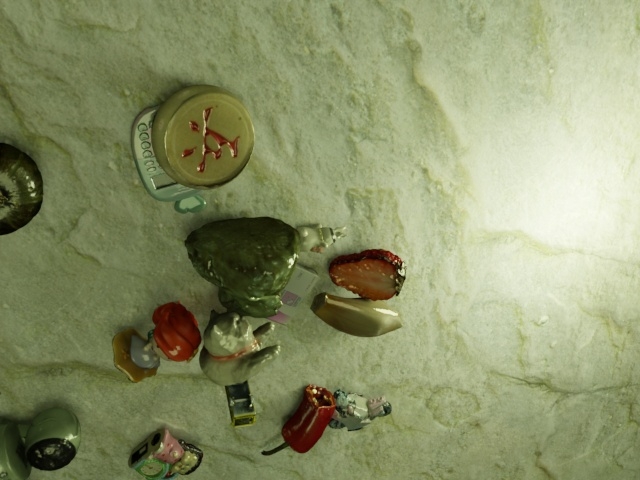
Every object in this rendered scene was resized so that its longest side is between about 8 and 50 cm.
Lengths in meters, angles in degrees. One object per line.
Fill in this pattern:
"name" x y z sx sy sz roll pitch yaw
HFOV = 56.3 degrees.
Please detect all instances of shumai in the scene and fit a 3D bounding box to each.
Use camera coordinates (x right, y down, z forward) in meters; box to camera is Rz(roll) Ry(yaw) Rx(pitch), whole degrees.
"shumai" -0.184 0.104 1.594 0.291 0.329 0.289 -16 117 -39

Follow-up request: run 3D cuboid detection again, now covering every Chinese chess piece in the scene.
"Chinese chess piece" -0.280 -0.247 1.434 0.249 0.103 0.250 -14 116 -30

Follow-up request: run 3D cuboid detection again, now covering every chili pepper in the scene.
"chili pepper" -0.064 0.675 2.112 0.131 0.134 0.339 13 115 -40

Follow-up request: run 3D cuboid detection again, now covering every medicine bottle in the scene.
"medicine bottle" -0.127 0.149 1.809 0.171 0.052 0.201 26 108 -30

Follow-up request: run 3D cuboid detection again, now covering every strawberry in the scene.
"strawberry" 0.145 0.083 1.842 0.236 0.111 0.190 10 131 1

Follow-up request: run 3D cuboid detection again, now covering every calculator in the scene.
"calculator" -0.370 -0.199 1.510 0.185 0.041 0.299 -19 123 -7

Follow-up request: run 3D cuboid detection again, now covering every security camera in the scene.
"security camera" -0.843 0.603 1.758 0.277 0.191 0.197 -19 124 -9

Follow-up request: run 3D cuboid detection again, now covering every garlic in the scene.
"garlic" 0.110 0.233 1.907 0.317 0.112 0.143 14 137 -28

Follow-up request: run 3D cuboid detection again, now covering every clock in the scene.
"clock" -0.516 0.736 2.014 0.194 0.100 0.195 -40 123 13

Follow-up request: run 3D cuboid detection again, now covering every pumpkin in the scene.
"pumpkin" -0.748 -0.117 1.360 0.223 0.157 0.224 -13 116 -29

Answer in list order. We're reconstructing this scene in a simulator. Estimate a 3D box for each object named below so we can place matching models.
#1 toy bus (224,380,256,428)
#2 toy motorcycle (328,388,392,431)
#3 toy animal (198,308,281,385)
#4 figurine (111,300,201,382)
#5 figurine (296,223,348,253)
"toy bus" -0.259 0.470 1.856 0.081 0.226 0.074 -3 126 -19
"toy motorcycle" 0.120 0.595 2.139 0.239 0.108 0.204 -29 126 -1
"toy animal" -0.272 0.281 1.695 0.188 0.308 0.266 33 107 -23
"figurine" -0.439 0.274 1.678 0.257 0.181 0.208 -24 173 28
"figurine" -0.003 -0.008 1.753 0.146 0.081 0.098 -4 165 -23
